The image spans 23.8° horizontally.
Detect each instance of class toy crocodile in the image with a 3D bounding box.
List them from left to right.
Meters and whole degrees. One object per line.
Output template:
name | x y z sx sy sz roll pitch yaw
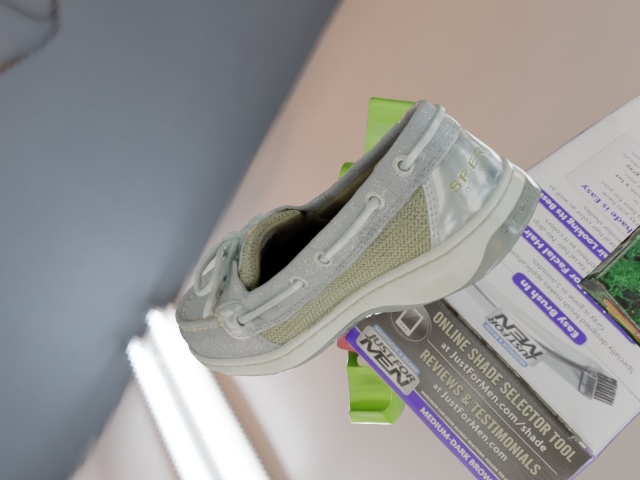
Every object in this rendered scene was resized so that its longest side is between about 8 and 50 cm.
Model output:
toy crocodile | 0.062 0.023 1.505 0.105 0.115 0.341 -59 159 -64

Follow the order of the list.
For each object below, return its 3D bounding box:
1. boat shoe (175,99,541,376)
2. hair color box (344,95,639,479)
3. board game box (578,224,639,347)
boat shoe | 0.000 0.001 0.978 0.320 0.103 0.118 -23 -152 51
hair color box | 0.197 0.038 1.135 0.339 0.185 0.110 -31 163 -44
board game box | 0.250 0.067 0.667 0.136 0.260 0.030 -44 180 -6
